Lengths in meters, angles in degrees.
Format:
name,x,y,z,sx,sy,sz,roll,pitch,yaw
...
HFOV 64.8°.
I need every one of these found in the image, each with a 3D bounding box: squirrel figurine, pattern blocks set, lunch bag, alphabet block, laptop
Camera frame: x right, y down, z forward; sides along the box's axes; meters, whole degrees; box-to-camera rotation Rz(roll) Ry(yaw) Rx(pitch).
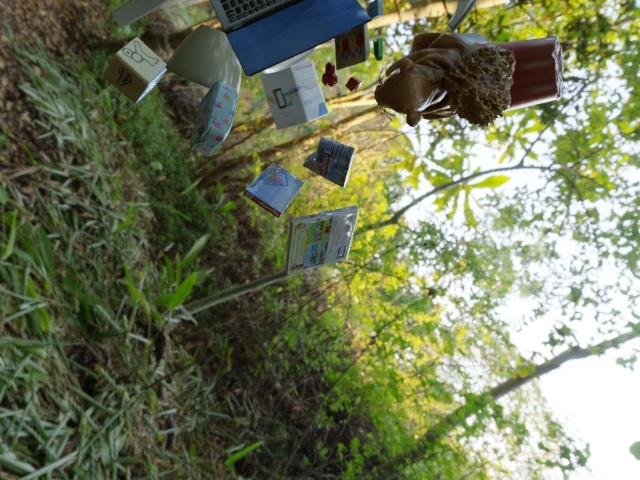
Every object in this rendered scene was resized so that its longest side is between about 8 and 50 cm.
name,x,y,z,sx,sy,sz,roll,pitch,yaw
squirrel figurine,0.363,-0.469,1.491,0.397,0.371,0.280,12,-64,36
pattern blocks set,0.094,-0.600,1.533,0.325,0.026,0.285,29,-57,56
lunch bag,-0.445,-0.494,2.066,0.224,0.108,0.278,-25,-131,48
alphabet block,-0.900,-0.826,2.458,0.197,0.192,0.194,42,-43,-19
laptop,-0.124,-0.728,1.419,0.236,0.382,0.407,-119,-176,-72

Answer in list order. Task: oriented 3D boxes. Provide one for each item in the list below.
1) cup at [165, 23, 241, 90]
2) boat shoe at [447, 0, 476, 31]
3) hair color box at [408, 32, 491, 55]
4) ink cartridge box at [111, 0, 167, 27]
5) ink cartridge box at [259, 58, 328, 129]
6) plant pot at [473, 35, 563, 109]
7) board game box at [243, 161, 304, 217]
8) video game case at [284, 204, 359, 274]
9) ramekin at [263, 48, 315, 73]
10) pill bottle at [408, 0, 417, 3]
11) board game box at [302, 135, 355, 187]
name,x,y,z,sx,sy,sz,roll,pitch,yaw
cup,-0.484,-0.806,2.228,0.236,0.332,0.331,-66,-156,15
boat shoe,0.623,-1.054,2.160,0.104,0.302,0.113,28,18,-9
hair color box,0.588,-0.852,2.345,0.113,0.375,0.185,59,-31,33
ink cartridge box,-0.563,-0.860,1.775,0.065,0.333,0.165,63,28,-28
ink cartridge box,-0.124,-0.698,2.412,0.197,0.198,0.269,-5,-69,36
plant pot,0.675,-0.565,1.725,0.273,0.265,0.271,1,89,-57
board game box,-0.160,-0.185,1.794,0.145,0.027,0.281,35,31,-4
video game case,0.000,0.000,1.496,0.226,0.207,0.026,101,-31,-47
ramekin,-0.136,-0.691,1.768,0.273,0.273,0.127,-159,-135,-81
pill bottle,0.386,-1.104,2.082,0.121,0.121,0.215,-128,-162,-65
board game box,0.028,-0.326,2.072,0.194,0.194,0.060,101,10,-56
